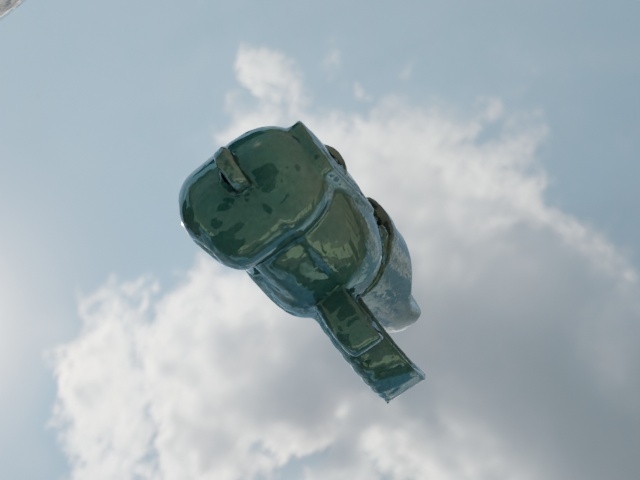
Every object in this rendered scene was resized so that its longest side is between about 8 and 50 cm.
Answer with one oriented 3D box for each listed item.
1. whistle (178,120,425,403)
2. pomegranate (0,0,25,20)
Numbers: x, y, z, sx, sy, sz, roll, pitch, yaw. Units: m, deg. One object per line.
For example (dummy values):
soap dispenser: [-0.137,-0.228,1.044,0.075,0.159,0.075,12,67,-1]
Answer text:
whistle: [0.000,0.000,0.831,0.093,0.274,0.186,-37,-119,7]
pomegranate: [-0.178,-0.157,0.439,0.215,0.215,0.215,9,-125,-13]
